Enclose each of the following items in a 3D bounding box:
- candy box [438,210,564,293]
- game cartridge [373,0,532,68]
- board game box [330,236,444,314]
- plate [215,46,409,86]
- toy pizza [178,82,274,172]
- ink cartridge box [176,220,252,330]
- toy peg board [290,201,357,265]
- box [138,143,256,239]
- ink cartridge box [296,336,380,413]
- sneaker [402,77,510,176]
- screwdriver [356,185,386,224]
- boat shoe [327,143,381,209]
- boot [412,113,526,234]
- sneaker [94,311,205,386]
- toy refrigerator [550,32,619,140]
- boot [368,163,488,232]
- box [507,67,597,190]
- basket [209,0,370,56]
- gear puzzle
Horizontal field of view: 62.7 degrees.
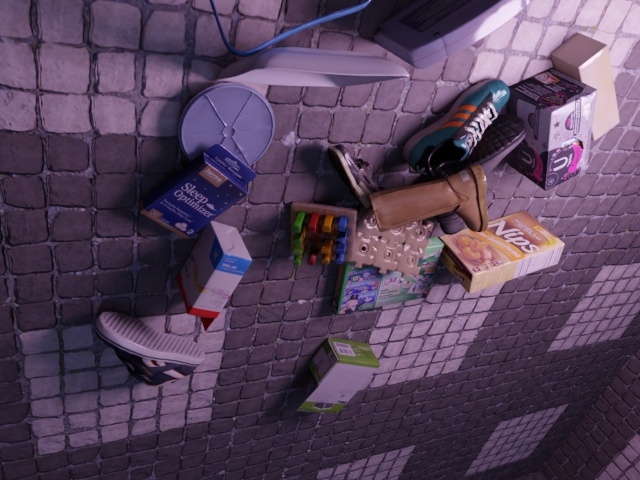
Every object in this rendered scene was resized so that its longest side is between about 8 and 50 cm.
[{"bbox_3d":[0.533,0.029,1.573,0.317,0.182,0.087,-17,133,-15],"label":"candy box"},{"bbox_3d":[0.270,-0.448,1.028,0.297,0.198,0.062,-33,135,1],"label":"game cartridge"},{"bbox_3d":[0.197,0.104,1.554,0.318,0.046,0.213,-7,128,-22],"label":"board game box"},{"bbox_3d":[-0.025,-0.312,0.956,0.278,0.277,0.045,-5,104,-24],"label":"plate"},{"bbox_3d":[-0.192,-0.230,1.081,0.202,0.032,0.201,-15,132,-18],"label":"toy pizza"},{"bbox_3d":[-0.264,0.086,1.234,0.078,0.134,0.231,17,117,-38],"label":"ink cartridge box"},{"bbox_3d":[0.000,0.000,1.290,0.161,0.079,0.161,8,130,7],"label":"toy peg board"},{"bbox_3d":[-0.257,-0.100,1.122,0.225,0.036,0.136,-35,139,15],"label":"box"},{"bbox_3d":[0.043,0.449,1.726,0.189,0.097,0.255,18,118,-38],"label":"ink cartridge box"},{"bbox_3d":[0.350,-0.264,1.276,0.302,0.121,0.108,-40,134,7],"label":"sneaker"},{"bbox_3d":[0.112,-0.071,1.347,0.024,0.025,0.170,42,84,-23],"label":"screwdriver"},{"bbox_3d":[0.088,-0.162,1.258,0.073,0.080,0.223,-39,140,-1],"label":"boat shoe"},{"bbox_3d":[0.421,-0.172,1.412,0.338,0.118,0.223,-37,138,20],"label":"boot"},{"bbox_3d":[-0.442,0.286,1.313,0.127,0.126,0.321,-47,135,6],"label":"sneaker"},{"bbox_3d":[0.693,-0.395,1.362,0.094,0.102,0.269,-38,134,5],"label":"toy refrigerator"},{"bbox_3d":[0.272,-0.074,1.312,0.270,0.089,0.236,-17,137,6],"label":"boot"},{"bbox_3d":[0.588,-0.282,1.356,0.142,0.163,0.247,-27,134,-8],"label":"box"},{"bbox_3d":[-0.075,-0.458,0.799,0.255,0.201,0.288,-24,95,-8],"label":"basket"},{"bbox_3d":[0.141,-0.008,1.408,0.339,0.044,0.175,14,95,-27],"label":"gear puzzle"}]
